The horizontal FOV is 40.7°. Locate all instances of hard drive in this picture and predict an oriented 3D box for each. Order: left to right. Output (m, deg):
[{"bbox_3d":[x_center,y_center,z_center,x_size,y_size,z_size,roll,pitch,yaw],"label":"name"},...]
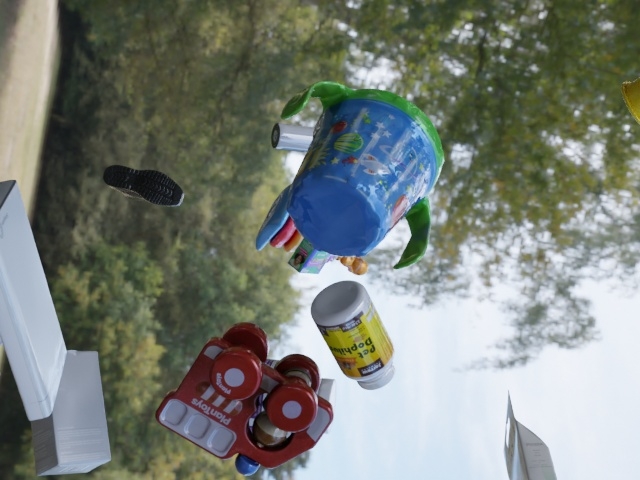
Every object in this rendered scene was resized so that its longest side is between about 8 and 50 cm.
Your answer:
[{"bbox_3d":[-0.515,0.097,1.489,0.233,0.047,0.353,-110,-170,-66],"label":"hard drive"}]

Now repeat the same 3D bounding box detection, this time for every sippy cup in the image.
[{"bbox_3d":[0.060,-0.097,1.420,0.224,0.305,0.240,-56,170,-46],"label":"sippy cup"}]

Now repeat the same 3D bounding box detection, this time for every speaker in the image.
[{"bbox_3d":[-0.031,-0.213,1.815,0.055,0.136,0.055,-176,-90,-67],"label":"speaker"}]

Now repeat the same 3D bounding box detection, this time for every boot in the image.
[{"bbox_3d":[-0.405,-0.119,2.066,0.137,0.198,0.077,66,47,-74],"label":"boot"}]

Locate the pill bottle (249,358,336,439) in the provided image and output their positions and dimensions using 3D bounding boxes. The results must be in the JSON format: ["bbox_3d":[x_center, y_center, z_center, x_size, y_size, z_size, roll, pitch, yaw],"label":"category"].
[{"bbox_3d":[-0.131,0.360,1.973,0.181,0.323,0.182,6,90,-81],"label":"pill bottle"}]

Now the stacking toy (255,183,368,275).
[{"bbox_3d":[0.000,0.000,2.238,0.175,0.302,0.166,-46,-164,51],"label":"stacking toy"}]

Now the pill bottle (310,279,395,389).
[{"bbox_3d":[0.071,0.189,1.675,0.117,0.117,0.215,-108,172,-58],"label":"pill bottle"}]

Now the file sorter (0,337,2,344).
[{"bbox_3d":[-0.722,0.186,1.796,0.173,0.277,0.193,22,-48,47],"label":"file sorter"}]

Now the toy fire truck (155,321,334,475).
[{"bbox_3d":[-0.142,0.329,1.709,0.254,0.302,0.169,-56,-173,14],"label":"toy fire truck"}]

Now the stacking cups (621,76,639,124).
[{"bbox_3d":[0.614,-0.284,1.302,0.316,0.096,0.096,-34,-136,40],"label":"stacking cups"}]

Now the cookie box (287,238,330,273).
[{"bbox_3d":[-0.009,0.017,1.832,0.040,0.092,0.107,38,-77,24],"label":"cookie box"}]

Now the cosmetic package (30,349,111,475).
[{"bbox_3d":[-0.521,0.351,1.776,0.107,0.127,0.238,-32,-119,38],"label":"cosmetic package"}]

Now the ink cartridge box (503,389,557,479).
[{"bbox_3d":[0.370,0.407,1.537,0.225,0.056,0.181,-85,173,-53],"label":"ink cartridge box"}]
